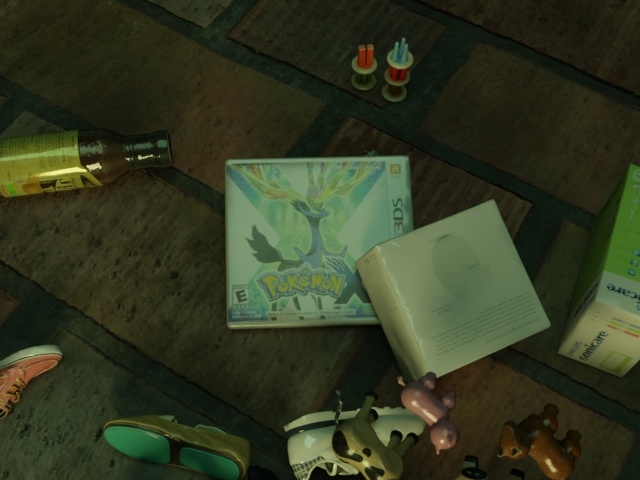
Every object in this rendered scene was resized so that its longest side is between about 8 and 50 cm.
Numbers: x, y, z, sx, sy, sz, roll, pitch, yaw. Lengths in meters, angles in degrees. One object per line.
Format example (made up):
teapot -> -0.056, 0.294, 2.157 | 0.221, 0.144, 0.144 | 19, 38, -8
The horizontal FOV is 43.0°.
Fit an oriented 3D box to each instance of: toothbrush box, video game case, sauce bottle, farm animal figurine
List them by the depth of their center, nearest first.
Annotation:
farm animal figurine -> 0.185, 0.352, 1.097 | 0.330, 0.326, 0.172 | -7, 22, 32
toothbrush box -> 0.509, 0.051, 1.354 | 0.122, 0.206, 0.283 | 21, 60, 10
video game case -> 0.000, 0.000, 1.414 | 0.329, 0.036, 0.299 | -2, 78, -3
sauce bottle -> -0.448, -0.149, 1.497 | 0.345, 0.111, 0.111 | -7, 60, -4

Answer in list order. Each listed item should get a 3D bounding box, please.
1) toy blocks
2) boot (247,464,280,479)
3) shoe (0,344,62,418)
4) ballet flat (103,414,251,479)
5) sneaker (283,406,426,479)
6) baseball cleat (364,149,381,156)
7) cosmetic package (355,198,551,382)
toy blocks -> 0.122, -0.353, 1.615 | 0.123, 0.148, 0.054 | 23, 61, 11
boot -> 0.012, 0.427, 1.182 | 0.207, 0.094, 0.246 | -10, 52, -15
shoe -> -0.494, 0.233, 1.300 | 0.178, 0.063, 0.081 | -20, 63, -7
ballet flat -> -0.218, 0.313, 1.265 | 0.232, 0.080, 0.073 | 16, 32, 5
sneaker -> 0.058, 0.310, 1.243 | 0.235, 0.090, 0.094 | -3, 63, -23
baseball cleat -> 0.095, -0.066, 1.498 | 0.109, 0.072, 0.205 | 22, 70, 3
cosmetic package -> 0.211, 0.086, 1.325 | 0.224, 0.138, 0.224 | -20, 81, -16
